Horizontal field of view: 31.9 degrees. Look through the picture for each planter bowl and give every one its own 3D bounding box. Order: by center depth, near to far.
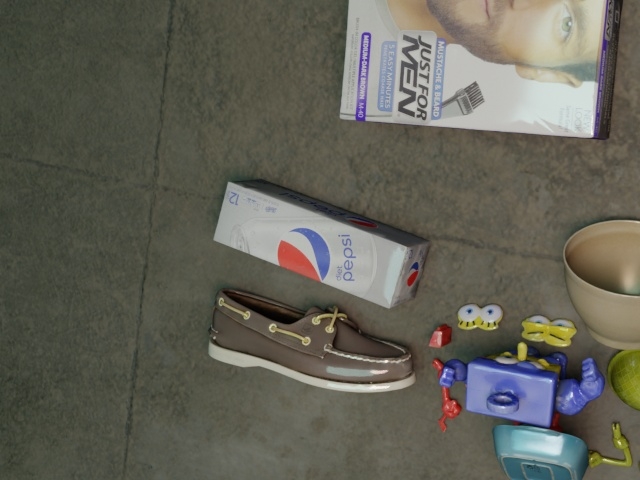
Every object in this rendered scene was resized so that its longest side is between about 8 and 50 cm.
[{"bbox_3d":[0.374,0.063,1.364,0.162,0.162,0.109,14,128,24],"label":"planter bowl"}]

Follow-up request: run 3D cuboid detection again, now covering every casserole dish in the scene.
[{"bbox_3d":[0.269,0.270,1.375,0.114,0.188,0.037,6,66,17],"label":"casserole dish"}]

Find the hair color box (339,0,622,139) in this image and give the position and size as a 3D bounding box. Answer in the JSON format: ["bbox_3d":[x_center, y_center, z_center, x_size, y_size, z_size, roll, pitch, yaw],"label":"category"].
[{"bbox_3d":[0.201,-0.233,1.434,0.338,0.110,0.185,7,97,23],"label":"hair color box"}]

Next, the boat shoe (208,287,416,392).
[{"bbox_3d":[-0.016,0.137,1.570,0.324,0.116,0.097,9,102,30],"label":"boat shoe"}]

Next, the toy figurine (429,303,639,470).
[{"bbox_3d":[0.274,0.207,1.379,0.362,0.217,0.191,11,100,25],"label":"toy figurine"}]

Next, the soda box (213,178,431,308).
[{"bbox_3d":[0.000,0.000,1.557,0.286,0.098,0.091,21,104,22],"label":"soda box"}]
